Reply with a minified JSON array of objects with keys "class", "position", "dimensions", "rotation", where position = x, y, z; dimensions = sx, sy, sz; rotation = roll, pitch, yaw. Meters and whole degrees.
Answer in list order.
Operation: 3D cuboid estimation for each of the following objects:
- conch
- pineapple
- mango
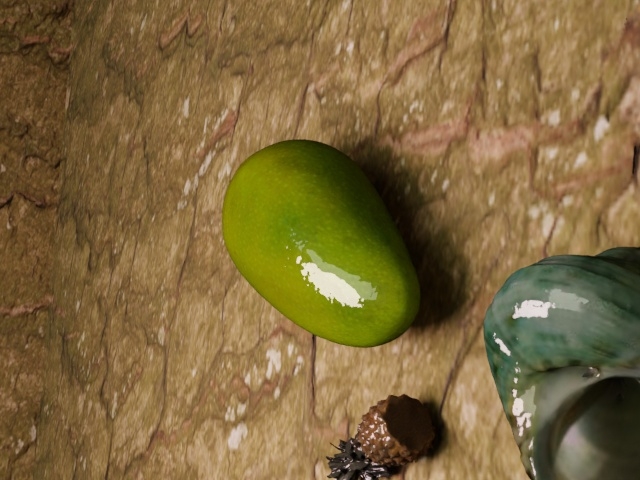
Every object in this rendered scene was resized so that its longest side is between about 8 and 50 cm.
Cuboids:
[{"class":"conch","position":[0.202,0.093,0.547],"dimensions":[0.175,0.122,0.188],"rotation":[26,107,34]},{"class":"pineapple","position":[0.054,0.217,0.788],"dimensions":[0.159,0.074,0.074],"rotation":[-53,42,48]},{"class":"mango","position":[0.000,0.000,0.837],"dimensions":[0.343,0.156,0.192],"rotation":[39,124,48]}]
